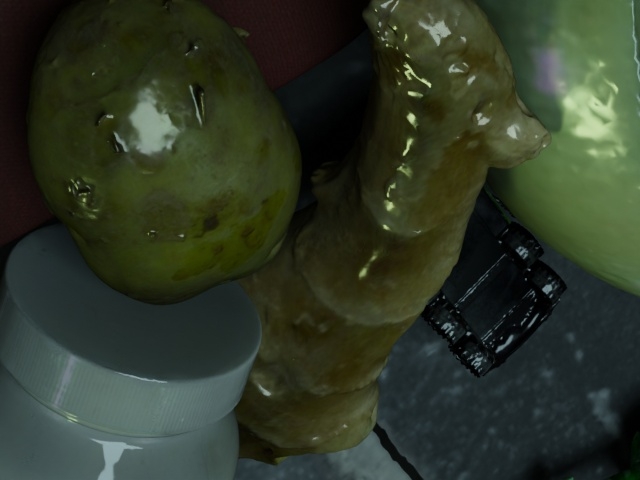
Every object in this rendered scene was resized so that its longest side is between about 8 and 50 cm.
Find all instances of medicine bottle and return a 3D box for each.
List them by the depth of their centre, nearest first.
[{"bbox_3d":[-0.116,0.122,0.558,0.131,0.131,0.250,5,122,-31],"label":"medicine bottle"}]

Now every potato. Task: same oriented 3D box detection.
[{"bbox_3d":[-0.053,-0.028,0.457,0.091,0.070,0.138,-35,135,-10],"label":"potato"}]

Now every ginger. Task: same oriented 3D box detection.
[{"bbox_3d":[0.000,0.000,0.563,0.086,0.131,0.295,-55,175,-47],"label":"ginger"}]

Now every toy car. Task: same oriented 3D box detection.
[{"bbox_3d":[0.062,-0.001,0.667,0.071,0.062,0.165,-45,126,-5],"label":"toy car"}]

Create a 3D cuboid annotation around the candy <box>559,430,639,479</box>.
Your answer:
[{"bbox_3d":[0.145,0.167,0.793,0.323,0.097,0.097,-12,118,-16],"label":"candy"}]

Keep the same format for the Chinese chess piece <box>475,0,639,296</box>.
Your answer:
[{"bbox_3d":[0.205,-0.138,0.596,0.349,0.146,0.349,-11,110,-33],"label":"Chinese chess piece"}]

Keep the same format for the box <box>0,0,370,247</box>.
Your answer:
[{"bbox_3d":[-0.142,-0.120,0.468,0.403,0.108,0.263,-30,126,-14],"label":"box"}]
